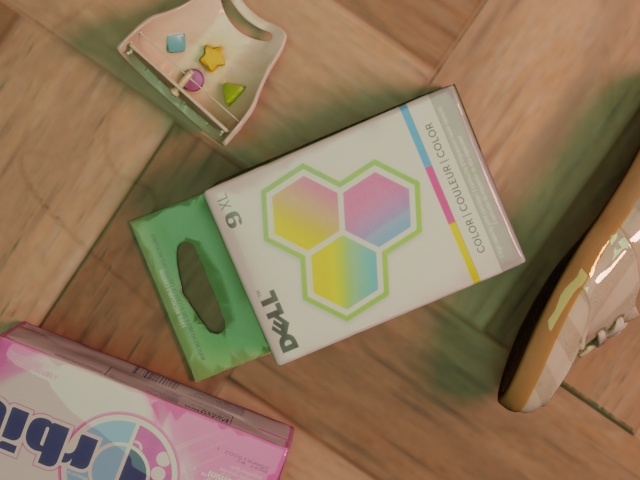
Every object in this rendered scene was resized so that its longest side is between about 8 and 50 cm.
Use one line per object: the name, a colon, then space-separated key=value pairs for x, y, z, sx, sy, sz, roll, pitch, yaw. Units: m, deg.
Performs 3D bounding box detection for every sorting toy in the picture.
sorting toy: x=-0.061 y=-0.108 z=0.849 sx=0.083 sy=0.045 sz=0.075 roll=42 pitch=88 yaw=-2

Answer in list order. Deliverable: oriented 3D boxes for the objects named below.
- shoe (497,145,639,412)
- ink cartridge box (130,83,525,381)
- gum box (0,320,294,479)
shoe: x=0.173 y=0.010 z=0.832 sx=0.058 sy=0.076 sz=0.219 roll=31 pitch=94 yaw=4
ink cartridge box: x=0.000 y=0.000 z=0.844 sx=0.209 sy=0.062 sz=0.109 roll=-22 pitch=95 yaw=4
gum box: x=-0.112 y=0.133 z=0.859 sx=0.188 sy=0.062 sz=0.107 roll=21 pitch=96 yaw=0
